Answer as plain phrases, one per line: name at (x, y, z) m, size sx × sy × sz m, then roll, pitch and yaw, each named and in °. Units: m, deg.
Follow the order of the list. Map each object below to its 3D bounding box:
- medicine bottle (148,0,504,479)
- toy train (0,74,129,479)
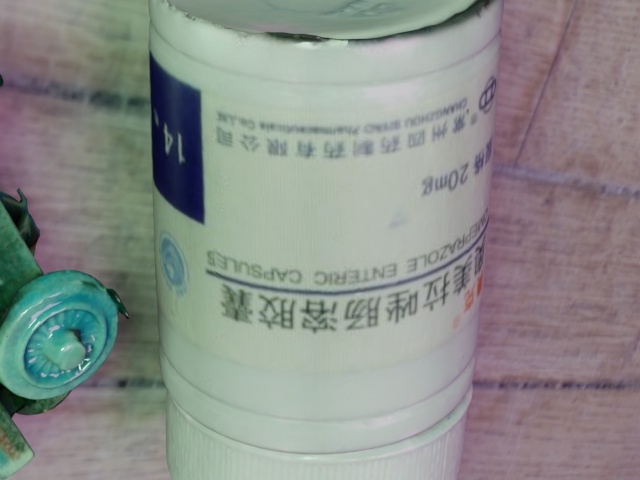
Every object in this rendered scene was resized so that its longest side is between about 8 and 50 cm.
medicine bottle at (0.000, 0.000, 0.950) m, size 0.190 × 0.190 × 0.332 m, roll -25°, pitch 129°, yaw -37°
toy train at (-0.220, 0.010, 0.780) m, size 0.194 × 0.120 × 0.298 m, roll -38°, pitch 137°, yaw -15°
